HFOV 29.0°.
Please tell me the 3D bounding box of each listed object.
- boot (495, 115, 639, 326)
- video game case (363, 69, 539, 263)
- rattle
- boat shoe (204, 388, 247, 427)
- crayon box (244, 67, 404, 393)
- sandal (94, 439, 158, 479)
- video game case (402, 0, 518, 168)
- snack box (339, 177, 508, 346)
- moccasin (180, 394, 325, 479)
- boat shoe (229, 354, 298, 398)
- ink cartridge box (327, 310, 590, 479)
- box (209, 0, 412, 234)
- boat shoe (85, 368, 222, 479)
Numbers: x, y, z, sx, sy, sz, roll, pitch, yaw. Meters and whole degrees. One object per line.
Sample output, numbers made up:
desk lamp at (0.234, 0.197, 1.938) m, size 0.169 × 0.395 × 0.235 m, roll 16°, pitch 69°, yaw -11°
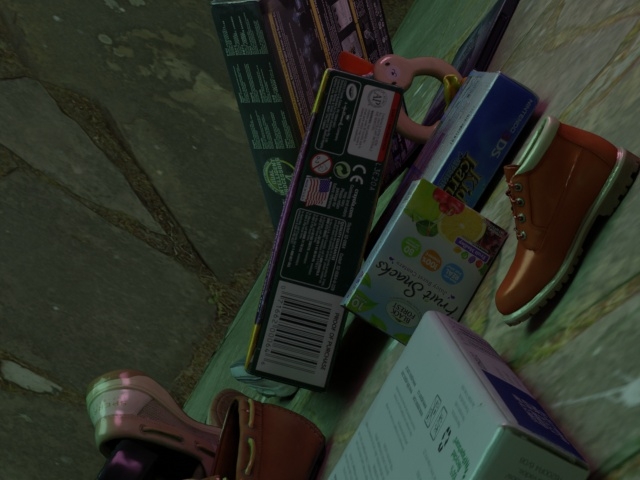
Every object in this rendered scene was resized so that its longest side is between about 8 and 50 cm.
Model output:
boot at (0.161, -0.015, 0.929) m, size 0.158 × 0.084 × 0.059 m, roll -60°, pitch 7°, yaw 4°
video game case at (0.144, -0.069, 1.444) m, size 0.270 × 0.061 × 0.244 m, roll -58°, pitch 5°, yaw 7°
rattle at (0.121, -0.214, 1.702) m, size 0.130 × 0.199 × 0.143 m, roll -58°, pitch 6°, yaw 6°
boat shoe at (-0.138, 0.307, 1.740) m, size 0.092 × 0.102 × 0.285 m, roll -52°, pitch 14°, yaw 19°
crayon box at (0.000, 0.000, 1.549) m, size 0.313 × 0.106 × 0.363 m, roll 109°, pitch 176°, yaw -85°
sandal at (-0.217, 0.345, 1.324) m, size 0.168 × 0.107 × 0.446 m, roll -60°, pitch -1°, yaw -26°
video game case at (0.223, -0.257, 1.940) m, size 0.274 × 0.026 × 0.196 m, roll -64°, pitch 7°, yaw -33°
snack box at (0.097, 0.027, 1.160) m, size 0.141 × 0.100 × 0.037 m, roll -59°, pitch 7°, yaw -5°
moccasin at (-0.102, 0.293, 1.250) m, size 0.139 × 0.147 × 0.380 m, roll -54°, pitch 7°, yaw 39°
boat shoe at (-0.084, 0.207, 1.889) m, size 0.083 × 0.076 × 0.226 m, roll -33°, pitch 3°, yaw -7°
ink cartridge box at (0.036, 0.227, 0.825) m, size 0.330 × 0.071 × 0.324 m, roll -61°, pitch 6°, yaw 6°
box at (0.005, -0.227, 1.825) m, size 0.318 × 0.097 × 0.395 m, roll -50°, pitch -48°, yaw -47°
boat shoe at (-0.155, 0.260, 1.411) m, size 0.109 × 0.302 × 0.098 m, roll -29°, pitch 42°, yaw 15°
